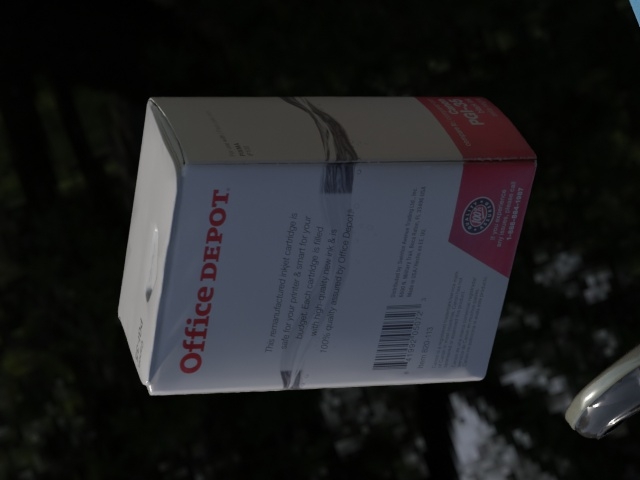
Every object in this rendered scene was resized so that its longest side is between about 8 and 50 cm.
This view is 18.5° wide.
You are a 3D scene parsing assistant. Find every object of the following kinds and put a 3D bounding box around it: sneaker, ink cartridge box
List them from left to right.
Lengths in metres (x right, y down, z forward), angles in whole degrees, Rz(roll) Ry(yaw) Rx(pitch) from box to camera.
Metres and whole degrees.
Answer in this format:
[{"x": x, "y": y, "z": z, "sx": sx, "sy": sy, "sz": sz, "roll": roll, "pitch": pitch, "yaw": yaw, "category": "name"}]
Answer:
[{"x": 0.000, "y": 0.000, "z": 1.508, "sx": 0.283, "sy": 0.207, "sz": 0.117, "roll": -1, "pitch": -149, "yaw": -21, "category": "ink cartridge box"}, {"x": 0.260, "y": 0.101, "z": 1.287, "sx": 0.083, "sy": 0.118, "sz": 0.222, "roll": -31, "pitch": 171, "yaw": -46, "category": "sneaker"}]

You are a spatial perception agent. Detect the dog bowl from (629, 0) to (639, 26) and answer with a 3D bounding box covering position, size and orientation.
[{"x": 0.311, "y": -0.232, "z": 1.573, "sx": 0.166, "sy": 0.297, "sz": 0.074, "roll": -31, "pitch": -166, "yaw": -30, "category": "dog bowl"}]
